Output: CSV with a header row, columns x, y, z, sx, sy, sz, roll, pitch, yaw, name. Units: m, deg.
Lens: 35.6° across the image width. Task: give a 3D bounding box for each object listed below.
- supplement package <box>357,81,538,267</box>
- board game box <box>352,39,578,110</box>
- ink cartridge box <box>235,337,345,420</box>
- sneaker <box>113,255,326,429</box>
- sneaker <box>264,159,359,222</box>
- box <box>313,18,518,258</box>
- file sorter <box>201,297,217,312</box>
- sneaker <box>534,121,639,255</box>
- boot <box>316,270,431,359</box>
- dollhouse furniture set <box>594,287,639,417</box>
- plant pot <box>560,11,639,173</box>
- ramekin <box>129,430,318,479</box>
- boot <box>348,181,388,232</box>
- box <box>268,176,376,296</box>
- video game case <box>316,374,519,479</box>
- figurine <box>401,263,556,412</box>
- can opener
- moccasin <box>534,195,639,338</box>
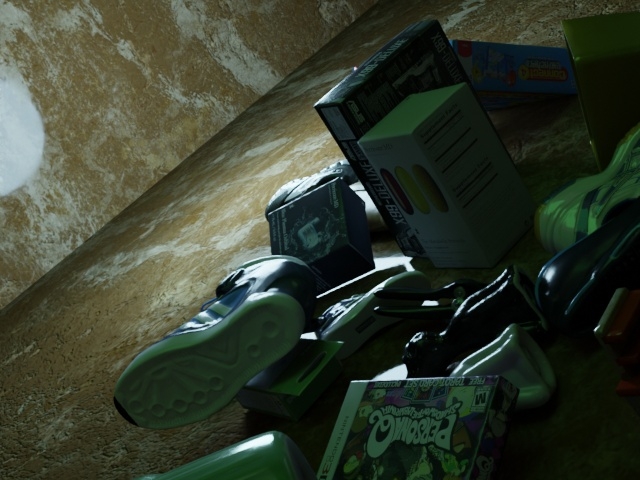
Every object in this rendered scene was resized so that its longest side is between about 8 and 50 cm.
x,y,z,sx,sy,sz,roll,pitch,yaw,name
0.194,-0.093,1.495,0.134,0.244,0.139,-44,21,-26,supplement package
0.272,-0.301,1.876,0.308,0.086,0.302,-3,1,-32,board game box
-0.041,0.199,1.449,0.109,0.062,0.209,-45,22,-27,ink cartridge box
-0.143,0.139,1.490,0.323,0.130,0.236,-32,13,15,sneaker
-0.021,-0.092,2.097,0.234,0.078,0.106,-26,18,16,sneaker
0.163,-0.164,1.618,0.242,0.307,0.076,-44,24,-25,box
-0.151,0.168,1.640,0.118,0.104,0.170,-27,20,20,file sorter
0.426,-0.061,1.301,0.296,0.112,0.131,-39,37,-10,sneaker
0.073,0.097,1.499,0.190,0.069,0.086,-34,24,2,boot
0.390,0.100,0.873,0.259,0.135,0.262,-13,28,46,dollhouse furniture set
0.473,-0.221,1.445,0.187,0.212,0.212,-14,24,15,plant pot
-0.038,0.310,0.836,0.148,0.303,0.303,-27,19,-2,ramekin
0.145,-0.098,1.832,0.236,0.089,0.269,-42,19,-23,boot
0.000,0.000,1.734,0.158,0.093,0.156,-26,47,21,box
0.087,0.247,1.067,0.232,0.042,0.210,-11,49,49,video game case
0.172,0.154,1.200,0.209,0.092,0.215,-34,18,25,figurine
0.156,0.088,1.391,0.186,0.059,0.073,-8,-14,29,can opener
0.409,0.006,1.131,0.342,0.138,0.117,-43,20,18,moccasin
